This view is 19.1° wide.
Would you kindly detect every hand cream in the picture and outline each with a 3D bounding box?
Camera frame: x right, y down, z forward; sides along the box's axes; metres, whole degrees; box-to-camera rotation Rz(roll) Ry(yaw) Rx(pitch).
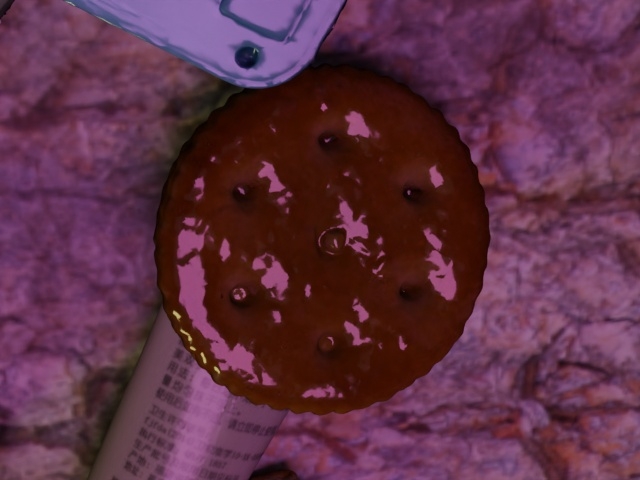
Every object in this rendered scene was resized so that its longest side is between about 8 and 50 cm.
[{"bbox_3d":[-0.074,0.096,1.227,0.140,0.089,0.314,24,105,-26],"label":"hand cream"}]

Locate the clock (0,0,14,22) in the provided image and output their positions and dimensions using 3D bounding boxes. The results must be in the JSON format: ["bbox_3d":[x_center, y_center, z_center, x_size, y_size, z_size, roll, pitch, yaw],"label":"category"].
[{"bbox_3d":[-0.162,-0.233,0.860,0.067,0.325,0.325,18,115,-28],"label":"clock"}]

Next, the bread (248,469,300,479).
[{"bbox_3d":[-0.032,0.207,1.315,0.070,0.077,0.083,-28,124,-11],"label":"bread"}]

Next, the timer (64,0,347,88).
[{"bbox_3d":[-0.076,-0.233,1.048,0.250,0.091,0.232,25,113,-16],"label":"timer"}]

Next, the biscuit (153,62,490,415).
[{"bbox_3d":[0.000,0.000,1.162,0.220,0.066,0.220,-3,97,-22],"label":"biscuit"}]
